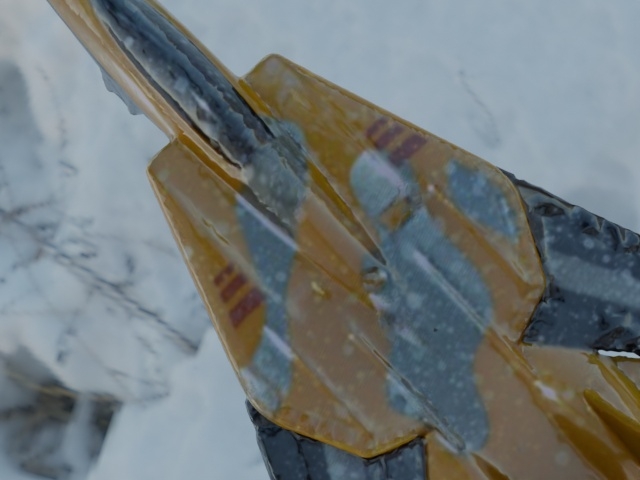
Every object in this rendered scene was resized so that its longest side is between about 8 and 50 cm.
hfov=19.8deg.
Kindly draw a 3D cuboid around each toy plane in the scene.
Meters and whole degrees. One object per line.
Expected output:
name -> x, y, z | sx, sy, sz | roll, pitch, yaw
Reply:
toy plane -> 0.000, 0.003, 0.622 | 0.204, 0.103, 0.316 | -43, 79, -9
